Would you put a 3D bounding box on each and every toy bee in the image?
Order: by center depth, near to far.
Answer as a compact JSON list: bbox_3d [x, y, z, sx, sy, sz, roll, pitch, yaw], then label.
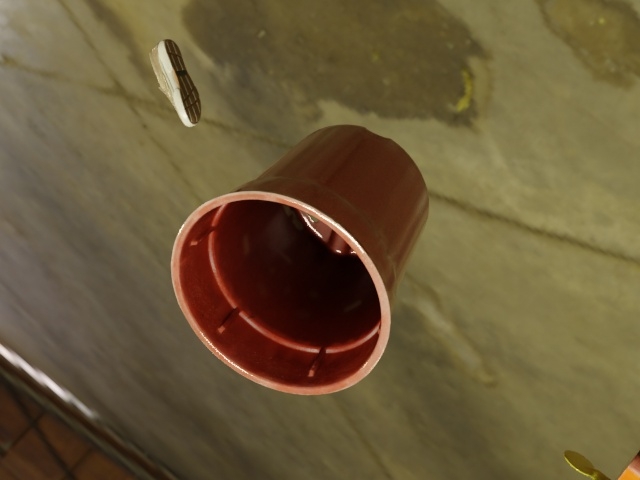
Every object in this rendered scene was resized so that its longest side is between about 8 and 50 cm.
[{"bbox_3d":[0.417,0.377,1.687,0.195,0.162,0.298,52,133,2],"label":"toy bee"}]

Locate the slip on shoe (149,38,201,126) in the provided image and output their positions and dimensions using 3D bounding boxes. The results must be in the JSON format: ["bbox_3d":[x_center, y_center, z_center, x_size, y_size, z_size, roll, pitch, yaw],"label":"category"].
[{"bbox_3d":[-0.217,-0.228,1.728,0.041,0.051,0.135,-22,88,30],"label":"slip on shoe"}]

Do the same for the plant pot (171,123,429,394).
[{"bbox_3d":[0.000,0.000,1.430,0.272,0.265,0.272,12,124,19],"label":"plant pot"}]
